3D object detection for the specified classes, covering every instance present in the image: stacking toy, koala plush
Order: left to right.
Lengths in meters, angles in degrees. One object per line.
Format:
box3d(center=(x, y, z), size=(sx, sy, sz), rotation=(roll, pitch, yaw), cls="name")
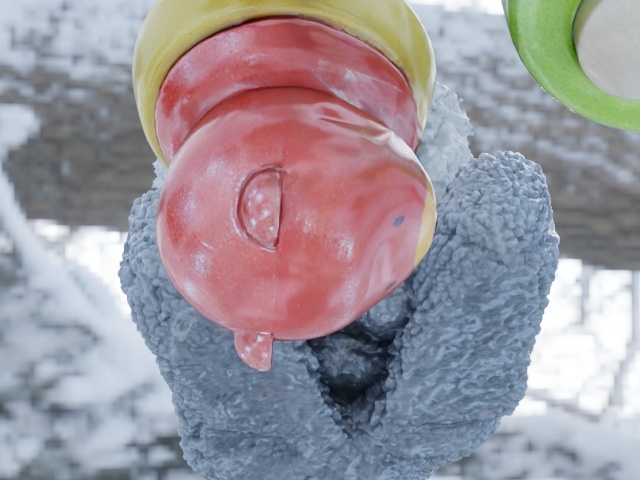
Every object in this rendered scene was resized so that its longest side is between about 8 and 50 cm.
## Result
box3d(center=(0.000, 0.000, 0.978), size=(0.203, 0.196, 0.221), rotation=(88, -7, -46), cls="koala plush")
box3d(center=(0.048, -0.098, 0.677), size=(0.130, 0.279, 0.309), rotation=(-88, 170, -46), cls="stacking toy")
